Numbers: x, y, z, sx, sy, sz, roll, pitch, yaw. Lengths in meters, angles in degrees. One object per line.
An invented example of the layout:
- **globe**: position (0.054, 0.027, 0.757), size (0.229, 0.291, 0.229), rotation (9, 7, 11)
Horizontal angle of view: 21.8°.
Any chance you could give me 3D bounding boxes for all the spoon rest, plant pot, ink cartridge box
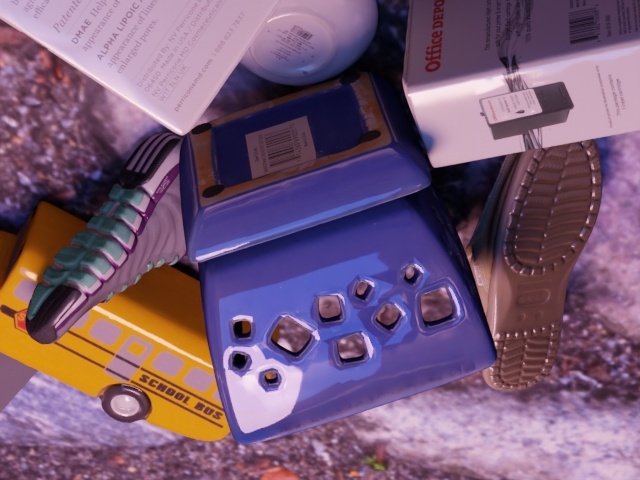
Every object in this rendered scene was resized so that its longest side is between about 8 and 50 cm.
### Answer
- **spoon rest**: position (-0.072, -0.217, 1.377), size (0.276, 0.084, 0.137), rotation (28, 129, -31)
- **plant pot**: position (0.000, 0.000, 1.411), size (0.236, 0.236, 0.212), rotation (-17, 118, 2)
- **ink cartridge box**: position (0.179, -0.150, 1.341), size (0.208, 0.153, 0.087), rotation (-9, 128, 15)

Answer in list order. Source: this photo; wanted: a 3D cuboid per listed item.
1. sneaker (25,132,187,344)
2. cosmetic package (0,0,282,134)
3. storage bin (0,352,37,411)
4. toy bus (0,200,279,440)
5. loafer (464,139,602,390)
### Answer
- **sneaker**: position (-0.168, 0.016, 1.498), size (0.098, 0.083, 0.224), rotation (41, 79, -31)
- **cosmetic package**: position (-0.218, -0.255, 1.143), size (0.385, 0.217, 0.156), rotation (32, 99, -19)
- **storage bin**: position (-0.338, 0.121, 1.666), size (0.091, 0.098, 0.135), rotation (25, 128, -26)
- **toy bus**: position (-0.215, 0.071, 1.593), size (0.332, 0.108, 0.130), rotation (28, 126, -15)
- **loafer**: position (0.178, 0.006, 1.505), size (0.102, 0.092, 0.268), rotation (-2, 118, -26)
